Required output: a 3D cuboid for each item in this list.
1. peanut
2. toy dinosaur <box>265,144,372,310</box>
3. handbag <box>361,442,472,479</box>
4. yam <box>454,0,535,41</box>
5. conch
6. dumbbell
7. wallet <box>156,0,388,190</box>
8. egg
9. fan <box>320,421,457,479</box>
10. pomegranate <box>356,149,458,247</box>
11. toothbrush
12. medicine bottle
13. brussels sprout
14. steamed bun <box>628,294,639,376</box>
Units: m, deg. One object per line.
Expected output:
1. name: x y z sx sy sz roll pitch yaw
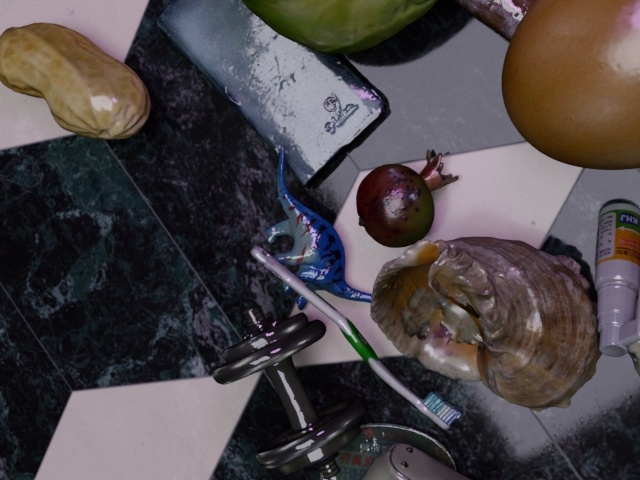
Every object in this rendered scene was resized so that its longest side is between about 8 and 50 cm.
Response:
1. peanut: -0.411 -0.263 1.450 0.305 0.147 0.147 36 105 14
2. toy dinosaur: -0.018 0.025 1.391 0.144 0.076 0.329 -35 93 12
3. handbag: 0.128 0.490 1.380 0.241 0.109 0.315 29 107 10
4. yam: 0.253 -0.341 1.266 0.141 0.079 0.079 40 106 8
5. conch: 0.229 0.086 1.254 0.297 0.210 0.352 -11 126 37
6. dumbbell: -0.046 0.233 1.365 0.192 0.192 0.290 -27 89 18
7. wallet: -0.084 -0.278 1.392 0.379 0.046 0.191 47 108 6
8. egg: 0.403 -0.232 1.123 0.351 0.282 0.283 -26 88 22
9. fan: 0.130 0.424 1.430 0.223 0.012 0.294 -27 89 16
10. pomegranate: 0.126 -0.064 1.311 0.159 0.129 0.129 -41 84 17
11. toothbrush: 0.050 0.151 1.360 0.418 0.042 0.040 40 101 -6
12. medicine bottle: 0.412 0.047 1.195 0.061 0.221 0.092 25 148 -16
13. brussels sprout: 0.035 -0.412 1.219 0.354 0.281 0.289 -7 63 15
14. steamed bun: 0.521 0.116 1.206 0.211 0.144 0.218 -21 118 29
